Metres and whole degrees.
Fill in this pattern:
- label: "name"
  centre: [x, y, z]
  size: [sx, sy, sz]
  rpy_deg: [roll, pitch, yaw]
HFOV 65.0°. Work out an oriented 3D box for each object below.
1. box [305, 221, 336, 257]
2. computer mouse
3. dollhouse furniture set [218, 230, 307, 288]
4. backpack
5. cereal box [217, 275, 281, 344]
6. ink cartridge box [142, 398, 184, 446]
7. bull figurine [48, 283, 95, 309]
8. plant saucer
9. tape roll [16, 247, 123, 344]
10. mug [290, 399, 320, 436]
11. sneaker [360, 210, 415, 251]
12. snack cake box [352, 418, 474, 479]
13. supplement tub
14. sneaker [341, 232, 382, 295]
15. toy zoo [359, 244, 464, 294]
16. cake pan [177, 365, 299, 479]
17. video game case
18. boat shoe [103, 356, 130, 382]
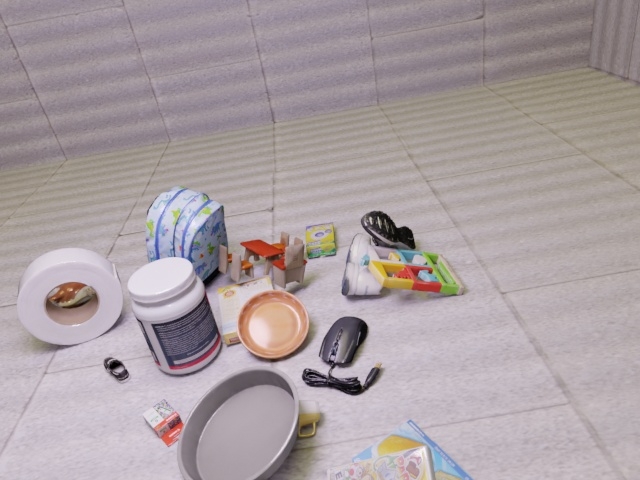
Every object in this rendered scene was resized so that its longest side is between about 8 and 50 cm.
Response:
- label: "box"
  centre: [0.000, 0.000, 1.798]
  size: [0.105, 0.043, 0.179]
  rpy_deg: [-9, 32, 3]
- label: "computer mouse"
  centre: [0.079, 0.277, 1.293]
  size: [0.184, 0.060, 0.262]
  rpy_deg: [8, 36, 30]
- label: "dollhouse furniture set"
  centre: [-0.158, 0.042, 1.614]
  size: [0.262, 0.135, 0.259]
  rpy_deg: [-13, 25, -40]
- label: "backpack"
  centre: [-0.430, -0.004, 1.628]
  size: [0.273, 0.356, 0.290]
  rpy_deg: [10, 35, 29]
- label: "cereal box"
  centre: [-0.215, 0.205, 1.511]
  size: [0.173, 0.047, 0.240]
  rpy_deg: [-12, 31, -8]
- label: "ink cartridge box"
  centre: [-0.369, 0.433, 1.198]
  size: [0.063, 0.029, 0.115]
  rpy_deg: [-32, 36, -33]
- label: "bull figurine"
  centre: [-0.877, 0.177, 1.708]
  size: [0.310, 0.101, 0.188]
  rpy_deg: [15, 41, 35]
- label: "plant saucer"
  centre: [-0.130, 0.232, 1.386]
  size: [0.200, 0.037, 0.200]
  rpy_deg: [1, 57, -2]
- label: "tape roll"
  centre: [-0.744, 0.167, 1.506]
  size: [0.286, 0.286, 0.100]
  rpy_deg: [-21, 32, -18]
- label: "mug"
  centre: [-0.033, 0.399, 1.142]
  size: [0.064, 0.078, 0.062]
  rpy_deg: [-4, -3, -7]
- label: "sneaker"
  centre: [0.202, -0.011, 1.595]
  size: [0.108, 0.271, 0.100]
  rpy_deg: [-23, 60, 29]
- label: "snack cake box"
  centre: [0.194, 0.471, 0.907]
  size: [0.152, 0.089, 0.264]
  rpy_deg: [-24, 33, -23]
- label: "supplement tub"
  centre: [-0.388, 0.203, 1.349]
  size: [0.191, 0.272, 0.191]
  rpy_deg: [-7, 31, 4]
- label: "sneaker"
  centre: [0.142, 0.083, 1.585]
  size: [0.129, 0.111, 0.297]
  rpy_deg: [11, 36, 2]
- label: "toy zoo"
  centre: [0.255, 0.083, 1.493]
  size: [0.293, 0.030, 0.192]
  rpy_deg: [7, 28, -14]
- label: "cake pan"
  centre: [-0.170, 0.409, 1.090]
  size: [0.293, 0.054, 0.293]
  rpy_deg: [-19, 35, 14]
- label: "video game case"
  centre: [0.105, 0.481, 0.839]
  size: [0.206, 0.026, 0.227]
  rpy_deg: [-25, 43, 23]
- label: "boat shoe"
  centre: [-0.568, 0.349, 1.389]
  size: [0.046, 0.038, 0.125]
  rpy_deg: [-30, 36, -31]
